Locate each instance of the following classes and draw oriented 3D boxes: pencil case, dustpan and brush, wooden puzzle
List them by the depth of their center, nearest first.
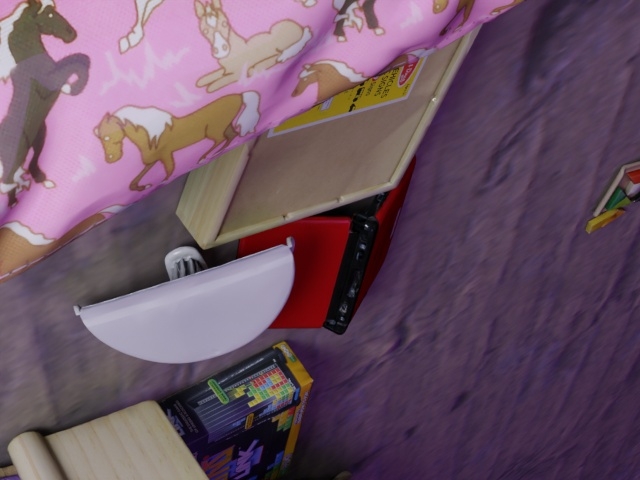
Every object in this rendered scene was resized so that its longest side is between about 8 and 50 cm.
[{"bbox_3d":[-0.075,-0.102,0.645,0.386,0.160,0.167,-31,161,-15],"label":"pencil case"},{"bbox_3d":[-0.081,0.050,1.028,0.147,0.060,0.211,-18,150,-2],"label":"dustpan and brush"},{"bbox_3d":[0.293,-0.051,1.390,0.079,0.014,0.116,-24,152,-27],"label":"wooden puzzle"}]

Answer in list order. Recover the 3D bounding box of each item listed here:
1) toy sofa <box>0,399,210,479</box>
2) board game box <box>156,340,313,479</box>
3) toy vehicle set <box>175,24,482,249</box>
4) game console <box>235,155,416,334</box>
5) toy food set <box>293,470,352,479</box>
[{"bbox_3d":[-0.157,0.315,1.105,0.177,0.150,0.362,-17,125,-20],"label":"toy sofa"},{"bbox_3d":[-0.085,0.171,1.235,0.141,0.048,0.170,-26,153,-25],"label":"board game box"},{"bbox_3d":[0.021,-0.111,0.899,0.166,0.035,0.267,-18,149,-36],"label":"toy vehicle set"},{"bbox_3d":[0.000,0.000,1.093,0.124,0.085,0.144,-59,171,-35],"label":"game console"},{"bbox_3d":[-0.044,0.287,1.501,0.132,0.038,0.192,-47,154,20],"label":"toy food set"}]
